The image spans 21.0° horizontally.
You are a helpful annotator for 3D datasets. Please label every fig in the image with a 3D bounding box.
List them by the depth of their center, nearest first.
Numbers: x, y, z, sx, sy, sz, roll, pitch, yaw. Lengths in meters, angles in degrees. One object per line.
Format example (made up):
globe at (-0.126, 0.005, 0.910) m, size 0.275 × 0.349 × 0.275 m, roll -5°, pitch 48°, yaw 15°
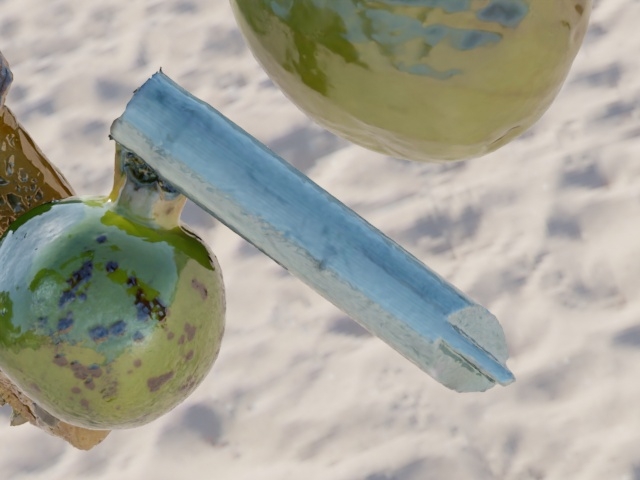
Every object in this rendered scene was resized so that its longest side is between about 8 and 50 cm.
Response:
fig at (0.076, -0.236, 1.615) m, size 0.343 × 0.343 × 0.343 m, roll -17°, pitch 31°, yaw 10°

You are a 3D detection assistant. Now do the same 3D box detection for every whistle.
whistle at (0.000, 0.000, 1.138) m, size 0.062 × 0.312 × 0.062 m, roll -54°, pitch -2°, yaw -2°

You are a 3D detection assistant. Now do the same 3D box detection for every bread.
bread at (-0.268, 0.031, 1.502) m, size 0.185 × 0.380 × 0.109 m, roll -43°, pitch 47°, yaw -10°

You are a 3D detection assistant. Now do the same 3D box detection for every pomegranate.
pomegranate at (-0.171, 0.025, 1.351) m, size 0.198 × 0.246 × 0.198 m, roll -7°, pitch 3°, yaw 0°

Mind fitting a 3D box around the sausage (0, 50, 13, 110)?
sausage at (-0.293, -0.084, 1.052) m, size 0.076 × 0.103 × 0.302 m, roll 6°, pitch -2°, yaw -42°
